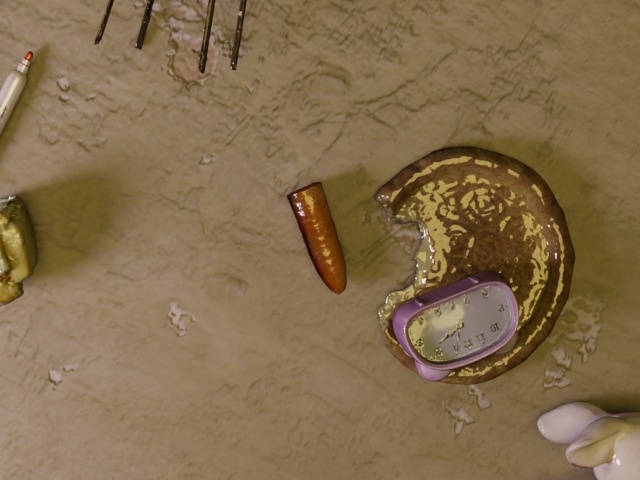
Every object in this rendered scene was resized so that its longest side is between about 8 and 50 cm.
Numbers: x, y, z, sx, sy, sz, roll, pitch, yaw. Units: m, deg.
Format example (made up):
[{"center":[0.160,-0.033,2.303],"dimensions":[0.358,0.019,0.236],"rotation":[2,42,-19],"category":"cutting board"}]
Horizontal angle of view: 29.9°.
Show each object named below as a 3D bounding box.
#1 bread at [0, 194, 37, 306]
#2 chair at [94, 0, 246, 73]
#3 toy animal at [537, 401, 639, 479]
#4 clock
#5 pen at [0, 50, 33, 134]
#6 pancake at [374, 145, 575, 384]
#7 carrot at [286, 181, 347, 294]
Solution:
[{"center":[-0.396,0.028,1.386],"dimensions":[0.156,0.103,0.110],"rotation":[-26,112,3],"category":"bread"},{"center":[-0.142,-0.357,1.307],"dimensions":[0.170,0.160,0.326],"rotation":[16,100,10],"category":"chair"},{"center":[0.360,0.305,1.491],"dimensions":[0.178,0.127,0.193],"rotation":[6,100,-5],"category":"toy animal"},{"center":[0.172,0.109,1.448],"dimensions":[0.152,0.050,0.110],"rotation":[-22,100,-2],"category":"clock"},{"center":[-0.387,-0.123,1.396],"dimensions":[0.026,0.026,0.218],"rotation":[28,94,-9],"category":"pen"},{"center":[0.178,0.031,1.478],"dimensions":[0.286,0.033,0.288],"rotation":[40,92,-11],"category":"pancake"},{"center":[0.000,0.000,1.449],"dimensions":[0.048,0.048,0.139],"rotation":[-19,103,-3],"category":"carrot"}]
